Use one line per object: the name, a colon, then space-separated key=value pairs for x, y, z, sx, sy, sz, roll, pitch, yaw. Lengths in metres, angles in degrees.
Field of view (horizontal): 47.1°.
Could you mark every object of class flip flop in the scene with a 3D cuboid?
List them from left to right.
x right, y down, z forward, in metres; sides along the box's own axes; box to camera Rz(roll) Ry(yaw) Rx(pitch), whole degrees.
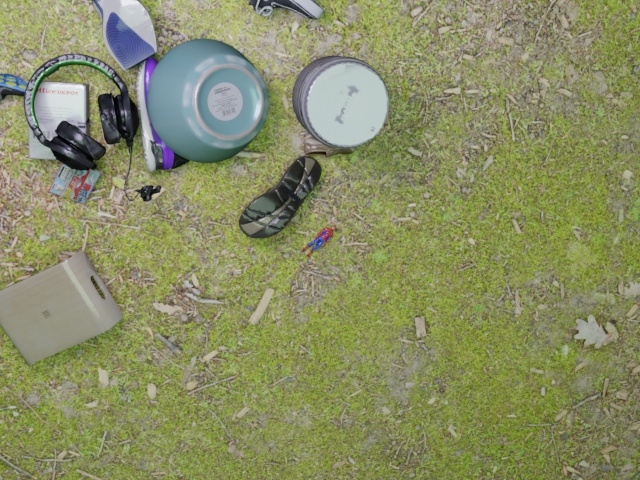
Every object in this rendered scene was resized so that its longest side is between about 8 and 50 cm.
flip flop: x=-0.106 y=-0.115 z=1.981 sx=0.112 sy=0.080 sz=0.277 roll=42 pitch=81 yaw=-11

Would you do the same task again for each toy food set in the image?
toy food set: x=-0.720 y=0.180 z=1.974 sx=0.306 sy=0.092 sz=0.220 roll=-24 pitch=108 yaw=8

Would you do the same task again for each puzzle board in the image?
puzzle board: x=-0.631 y=-0.149 z=1.887 sx=0.096 sy=0.011 sz=0.128 roll=20 pitch=131 yaw=-26

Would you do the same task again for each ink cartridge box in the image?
ink cartridge box: x=-0.655 y=-0.302 z=1.847 sx=0.139 sy=0.082 sz=0.191 roll=2 pitch=103 yaw=-9

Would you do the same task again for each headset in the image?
headset: x=-0.529 y=-0.257 z=1.752 sx=0.243 sy=0.185 sz=0.394 roll=-37 pitch=105 yaw=-10

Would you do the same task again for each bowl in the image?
bowl: x=-0.250 y=-0.339 z=1.801 sx=0.311 sy=0.163 sz=0.311 roll=-6 pitch=103 yaw=-29

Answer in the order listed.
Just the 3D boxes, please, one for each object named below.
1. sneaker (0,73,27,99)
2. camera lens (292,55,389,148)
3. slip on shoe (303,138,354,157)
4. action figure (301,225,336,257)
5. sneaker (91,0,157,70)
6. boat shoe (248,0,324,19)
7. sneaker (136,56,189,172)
sneaker: x=-0.816 y=-0.368 z=1.826 sx=0.188 sy=0.067 sz=0.078 roll=-6 pitch=126 yaw=-8
camera lens: x=0.047 y=-0.347 z=1.830 sx=0.219 sy=0.274 sz=0.219 roll=-2 pitch=105 yaw=-7
slip on shoe: x=0.022 y=-0.241 z=1.966 sx=0.135 sy=0.051 sz=0.041 roll=9 pitch=75 yaw=-7
action figure: x=0.000 y=0.000 z=2.046 sx=0.115 sy=0.030 sz=0.038 roll=-43 pitch=101 yaw=3
sneaker: x=-0.484 y=-0.579 z=1.750 sx=0.127 sy=0.182 sz=0.315 roll=-24 pitch=111 yaw=6
boat shoe: x=-0.142 y=-0.612 z=1.821 sx=0.306 sy=0.113 sz=0.105 roll=27 pitch=106 yaw=-11
sneaker: x=-0.389 y=-0.324 z=1.877 sx=0.146 sy=0.102 sz=0.293 roll=-6 pitch=109 yaw=-13
